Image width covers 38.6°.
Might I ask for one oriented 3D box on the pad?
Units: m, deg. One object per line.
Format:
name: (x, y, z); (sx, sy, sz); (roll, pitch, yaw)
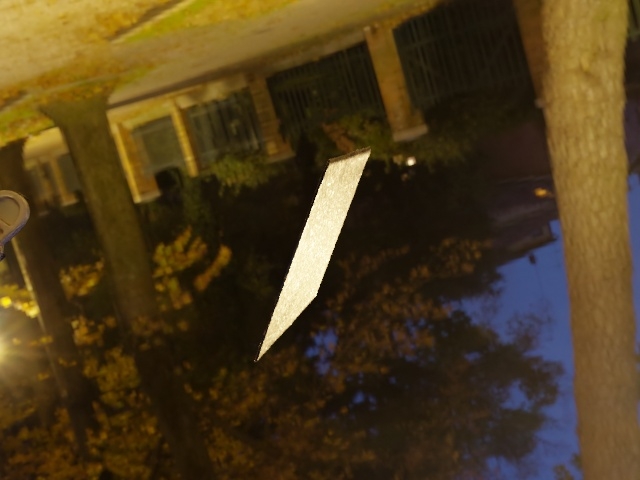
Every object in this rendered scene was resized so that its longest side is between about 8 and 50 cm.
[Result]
pad: (0.000, 0.000, 1.046); (0.004, 0.220, 0.330); (22, -168, 7)

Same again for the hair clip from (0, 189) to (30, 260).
hair clip: (-0.282, 0.062, 0.643); (0.226, 0.034, 0.072); (-56, 172, 12)
